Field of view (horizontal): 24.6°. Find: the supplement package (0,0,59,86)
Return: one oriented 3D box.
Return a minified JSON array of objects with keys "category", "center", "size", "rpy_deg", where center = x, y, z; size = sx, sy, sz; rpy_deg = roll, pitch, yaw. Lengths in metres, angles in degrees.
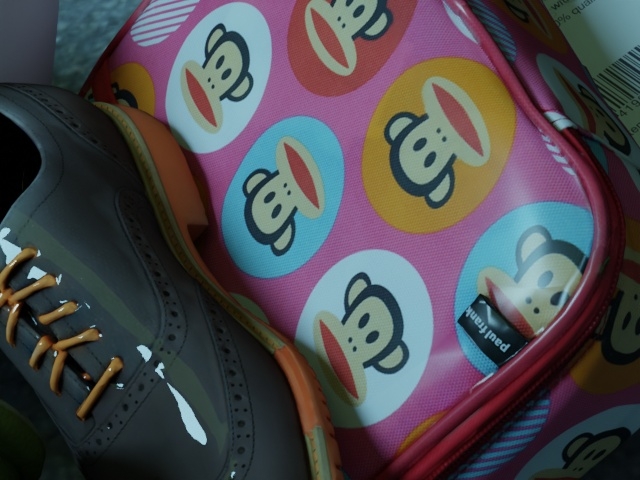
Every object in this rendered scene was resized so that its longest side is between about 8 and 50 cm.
[{"category":"supplement package","center":[-0.289,-0.052,0.637],"size":[0.292,0.175,0.177],"rpy_deg":[13,14,18]}]

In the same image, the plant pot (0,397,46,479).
[{"category":"plant pot","center":[-0.285,0.211,0.419],"size":[0.366,0.366,0.353],"rpy_deg":[-2,69,16]}]

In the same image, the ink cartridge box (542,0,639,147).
[{"category":"ink cartridge box","center":[0.156,-0.089,0.695],"size":[0.172,0.100,0.237],"rpy_deg":[-35,50,-13]}]

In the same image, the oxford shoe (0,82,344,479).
[{"category":"oxford shoe","center":[-0.078,0.042,0.516],"size":[0.097,0.098,0.271],"rpy_deg":[-52,46,20]}]

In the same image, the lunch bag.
[{"category":"lunch bag","center":[0.000,0.000,0.614],"size":[0.258,0.120,0.293],"rpy_deg":[-47,48,23]}]
